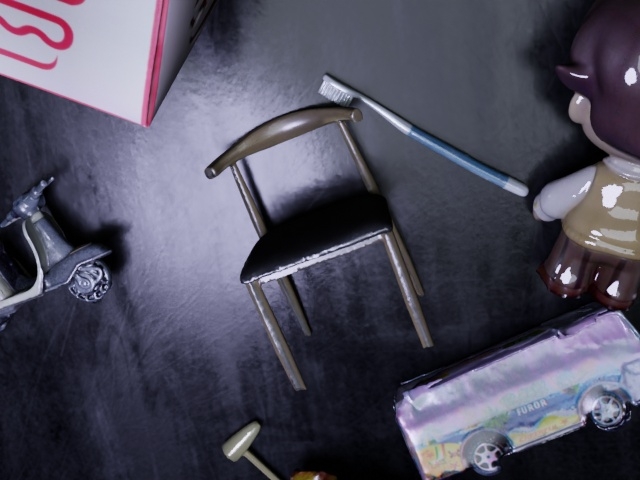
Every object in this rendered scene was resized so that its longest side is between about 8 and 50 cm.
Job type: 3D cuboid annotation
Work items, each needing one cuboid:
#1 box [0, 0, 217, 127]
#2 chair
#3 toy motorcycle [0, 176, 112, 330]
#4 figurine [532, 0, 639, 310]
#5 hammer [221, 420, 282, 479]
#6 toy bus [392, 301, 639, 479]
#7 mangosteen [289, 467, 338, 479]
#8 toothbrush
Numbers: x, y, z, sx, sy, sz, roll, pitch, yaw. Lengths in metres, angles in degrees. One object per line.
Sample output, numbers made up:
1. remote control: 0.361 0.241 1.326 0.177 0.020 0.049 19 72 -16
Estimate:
1. box: -0.220 -0.337 0.689 0.312 0.314 0.300 20 139 -4
2. chair: 0.000 0.000 0.903 0.188 0.166 0.272 -21 105 9
3. toy motorcycle: -0.377 0.032 0.971 0.263 0.091 0.157 -20 101 11
4. figurine: 0.354 -0.110 0.876 0.218 0.206 0.365 23 134 18
5. hammer: -0.044 0.320 1.083 0.060 0.028 0.195 -42 104 7
6. toy bus: 0.250 0.183 0.985 0.316 0.112 0.138 -26 94 9
7. mangosteen: 0.091 0.473 0.950 0.382 0.382 0.435 -44 88 14
8. toothbrush: 0.120 -0.116 0.939 0.275 0.019 0.025 28 112 -6
